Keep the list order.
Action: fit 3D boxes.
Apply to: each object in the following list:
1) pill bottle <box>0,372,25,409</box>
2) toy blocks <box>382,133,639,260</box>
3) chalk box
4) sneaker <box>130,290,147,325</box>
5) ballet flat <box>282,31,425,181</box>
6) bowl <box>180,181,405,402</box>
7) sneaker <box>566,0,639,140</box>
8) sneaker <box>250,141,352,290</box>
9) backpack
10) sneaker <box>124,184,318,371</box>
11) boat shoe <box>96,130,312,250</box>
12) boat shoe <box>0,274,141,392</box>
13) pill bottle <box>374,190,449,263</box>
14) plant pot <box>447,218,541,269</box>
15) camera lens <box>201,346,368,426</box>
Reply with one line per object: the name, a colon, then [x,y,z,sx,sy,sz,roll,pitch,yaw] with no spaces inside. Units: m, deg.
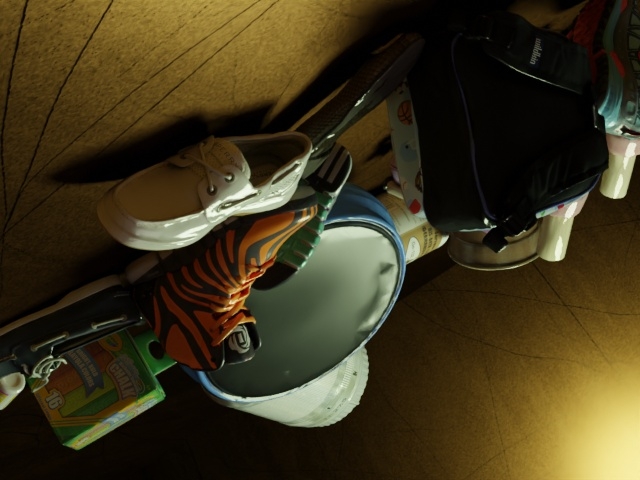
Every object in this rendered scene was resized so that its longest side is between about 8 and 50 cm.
pill bottle: [-0.459,0.216,1.646,0.043,0.043,0.083,-19,163,-49]
toy blocks: [0.299,-0.178,1.691,0.288,0.309,0.260,-38,143,-43]
chalk box: [-0.323,0.210,1.765,0.213,0.132,0.132,-31,169,-9]
sneaker: [-0.219,0.073,1.672,0.089,0.051,0.170,-36,173,18]
ballet flat: [0.024,-0.159,1.330,0.250,0.058,0.084,-45,166,31]
bowl: [-0.039,0.088,1.725,0.391,0.077,0.391,-24,140,-22]
sneaker: [0.403,-0.238,1.555,0.104,0.125,0.261,-37,-148,51]
sneaker: [-0.023,-0.028,1.544,0.223,0.083,0.098,-56,174,5]
backpack: [0.221,-0.136,1.400,0.263,0.276,0.213,-10,-174,-36]
sneaker: [-0.100,0.057,1.458,0.321,0.180,0.125,-28,174,39]
boat shoe: [-0.116,-0.070,1.226,0.277,0.098,0.096,-24,159,-47]
boat shoe: [-0.356,0.137,1.489,0.255,0.079,0.095,-29,169,-16]
pill bottle: [0.153,-0.033,2.004,0.229,0.131,0.131,-26,167,-29]
plant pot: [0.289,-0.062,1.915,0.167,0.165,0.167,-7,-153,3]
camera lens: [-0.072,0.208,2.038,0.219,0.219,0.274,-37,143,22]
